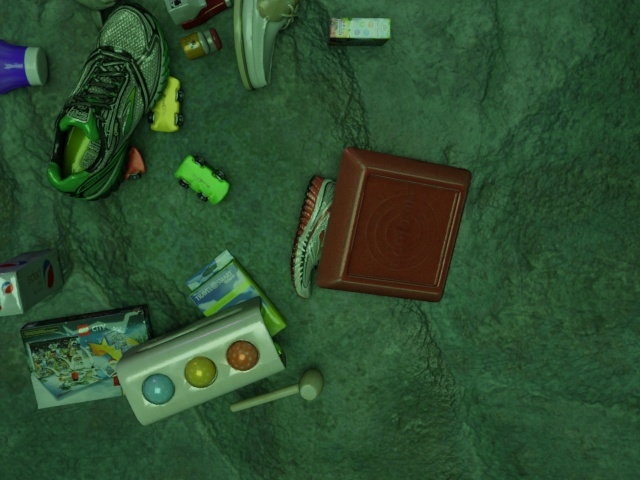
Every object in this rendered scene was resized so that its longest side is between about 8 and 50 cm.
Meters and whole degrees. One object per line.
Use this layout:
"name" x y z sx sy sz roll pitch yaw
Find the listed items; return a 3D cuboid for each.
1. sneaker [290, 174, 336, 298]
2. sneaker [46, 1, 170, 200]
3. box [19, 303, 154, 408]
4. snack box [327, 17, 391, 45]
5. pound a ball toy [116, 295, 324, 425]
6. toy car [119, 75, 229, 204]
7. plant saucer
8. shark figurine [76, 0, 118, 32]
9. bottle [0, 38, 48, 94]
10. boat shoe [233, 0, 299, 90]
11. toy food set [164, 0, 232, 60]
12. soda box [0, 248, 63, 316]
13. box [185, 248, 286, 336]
"sneaker" 0.000 0.000 1.456 0.093 0.088 0.225 14 100 -5
"sneaker" -0.351 -0.225 1.330 0.134 0.146 0.343 19 96 4
"box" -0.427 0.217 1.508 0.233 0.044 0.159 -9 100 0
"snack box" 0.064 -0.354 1.368 0.100 0.141 0.037 -1 99 -1
"pound a ball toy" -0.171 0.244 1.430 0.319 0.136 0.208 -21 101 2
"toy car" -0.262 -0.146 1.444 0.225 0.053 0.239 37 98 -7
"plant saucer" 0.141 -0.018 1.439 0.259 0.048 0.258 9 100 -19
"shark figurine" -0.421 -0.474 1.378 0.278 0.166 0.116 34 72 11
"bottle" -0.622 -0.299 1.390 0.283 0.092 0.118 -1 98 -1
"boat shoe" -0.088 -0.408 1.371 0.103 0.113 0.302 2 99 4
"toy food set" -0.202 -0.408 1.361 0.105 0.111 0.232 -21 68 3
"soda box" -0.516 0.071 1.394 0.069 0.216 0.073 -7 99 2
"box" -0.159 0.119 1.497 0.109 0.042 0.178 -38 99 5
